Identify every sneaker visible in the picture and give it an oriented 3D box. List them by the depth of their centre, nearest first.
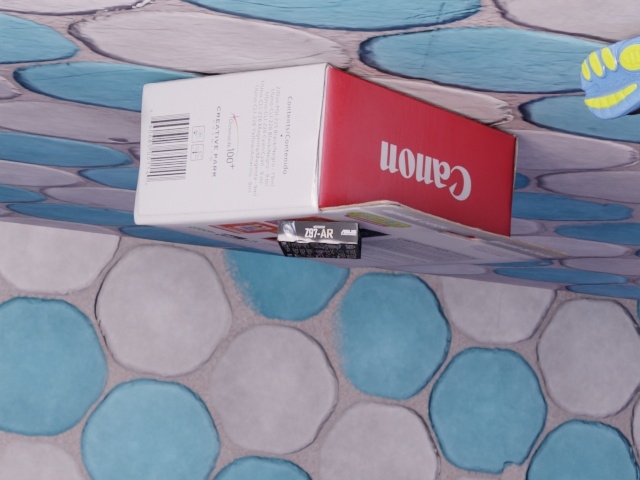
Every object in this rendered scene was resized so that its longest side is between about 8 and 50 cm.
[{"bbox_3d":[0.258,-0.124,1.209,0.078,0.067,0.188,-16,-176,-32],"label":"sneaker"}]

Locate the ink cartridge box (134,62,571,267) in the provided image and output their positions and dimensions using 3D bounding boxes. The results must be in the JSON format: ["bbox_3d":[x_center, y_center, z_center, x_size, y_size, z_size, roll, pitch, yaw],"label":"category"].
[{"bbox_3d":[0.040,-0.059,1.579,0.272,0.130,0.309,-2,171,36],"label":"ink cartridge box"}]

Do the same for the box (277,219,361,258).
[{"bbox_3d":[0.000,0.000,1.480,0.067,0.018,0.083,1,171,4],"label":"box"}]
